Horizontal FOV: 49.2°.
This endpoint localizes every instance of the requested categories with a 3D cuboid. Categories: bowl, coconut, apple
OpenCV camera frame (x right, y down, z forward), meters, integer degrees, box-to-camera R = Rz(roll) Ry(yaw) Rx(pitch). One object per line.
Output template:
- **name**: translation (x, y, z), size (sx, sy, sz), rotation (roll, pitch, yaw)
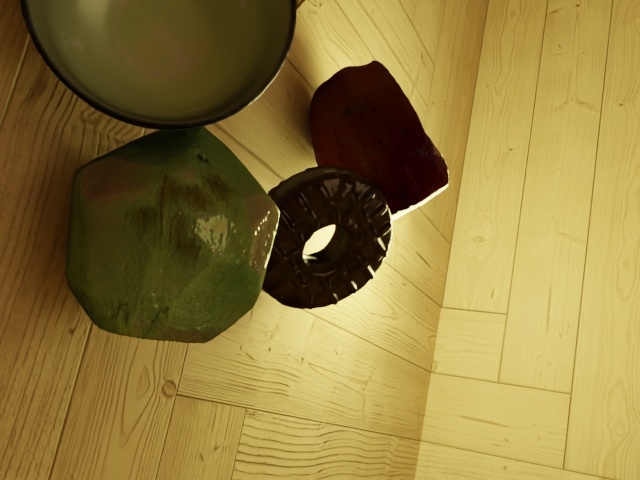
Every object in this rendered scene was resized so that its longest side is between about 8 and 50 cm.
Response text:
- **bowl**: translation (-0.226, -0.316, 0.989), size (0.185, 0.354, 0.353), rotation (175, -79, -73)
- **coconut**: translation (-0.218, -0.016, 1.026), size (0.328, 0.281, 0.328), rotation (0, 90, -25)
- **apple**: translation (0.124, -0.221, 1.597), size (0.365, 0.329, 0.295), rotation (64, 32, -10)

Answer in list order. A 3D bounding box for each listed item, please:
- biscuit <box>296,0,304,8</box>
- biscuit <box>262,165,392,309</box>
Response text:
- **biscuit**: translation (-0.107, -0.518, 1.223), size (0.296, 0.102, 0.296), rotation (-25, 136, -27)
- **biscuit**: translation (0.000, 0.000, 1.458), size (0.332, 0.103, 0.332), rotation (-14, 124, -21)
